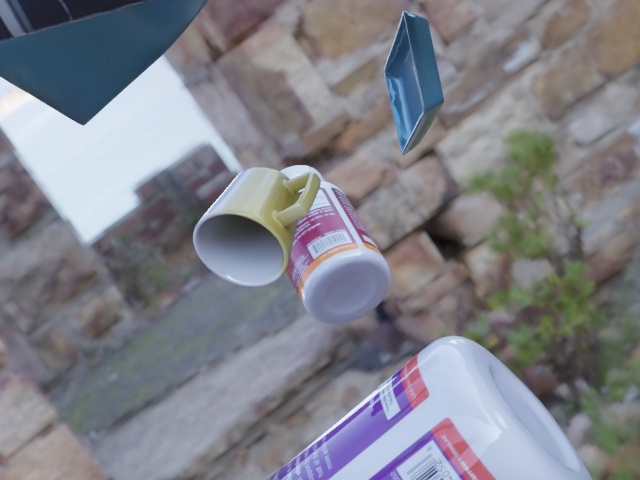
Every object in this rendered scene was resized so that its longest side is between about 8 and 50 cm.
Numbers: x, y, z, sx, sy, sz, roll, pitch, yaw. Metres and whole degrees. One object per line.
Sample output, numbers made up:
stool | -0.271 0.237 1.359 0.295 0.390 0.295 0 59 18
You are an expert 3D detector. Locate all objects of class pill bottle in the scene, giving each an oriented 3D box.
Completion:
pill bottle | 0.000 0.000 1.421 0.086 0.086 0.152 -34 45 5
pill bottle | 0.038 0.232 1.149 0.323 0.181 0.181 -41 11 12

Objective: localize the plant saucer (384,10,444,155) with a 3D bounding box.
plant saucer | 0.063 -0.104 1.039 0.018 0.067 0.192 -11 -4 -3

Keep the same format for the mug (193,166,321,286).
mug | -0.034 -0.013 0.969 0.078 0.062 0.064 3 41 19

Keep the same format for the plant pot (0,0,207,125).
plant pot | -0.211 -0.264 1.449 0.234 0.165 0.165 -35 -33 17

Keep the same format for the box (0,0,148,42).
box | -0.046 -0.400 0.700 0.479 0.472 0.297 -15 50 7
